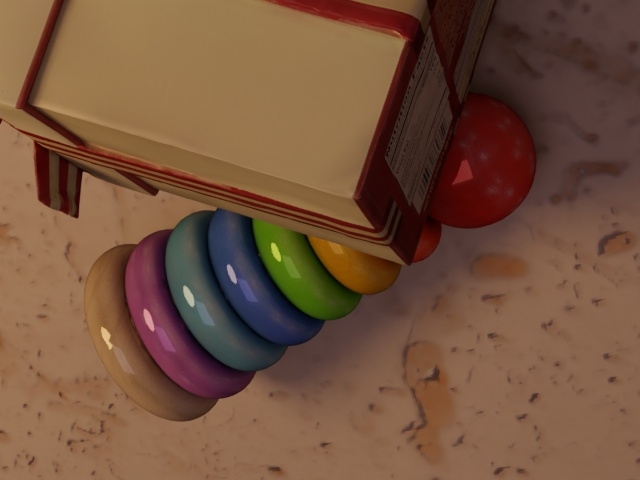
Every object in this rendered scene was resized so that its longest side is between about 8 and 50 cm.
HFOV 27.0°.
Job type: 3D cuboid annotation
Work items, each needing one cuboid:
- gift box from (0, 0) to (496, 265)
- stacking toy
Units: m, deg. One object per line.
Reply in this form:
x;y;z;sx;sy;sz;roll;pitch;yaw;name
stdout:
-0.048;-0.123;0.774;0.258;0.276;0.255;17;79;12;gift box
0.000;0.000;0.926;0.330;0.141;0.141;-29;103;21;stacking toy
